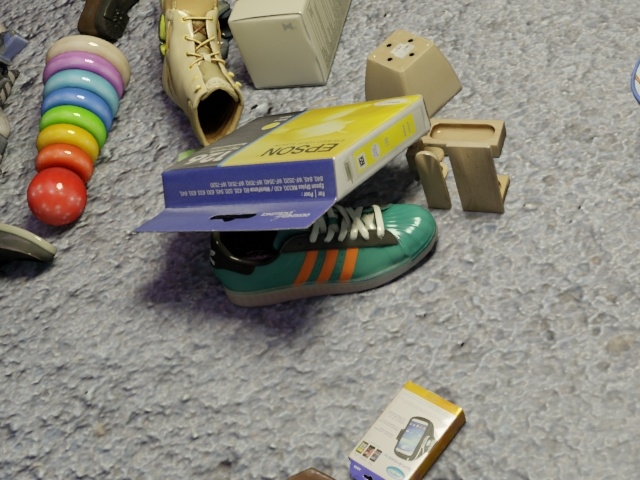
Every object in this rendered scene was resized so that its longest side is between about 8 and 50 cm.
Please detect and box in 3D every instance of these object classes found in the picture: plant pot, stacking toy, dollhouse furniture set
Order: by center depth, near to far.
[{"bbox_3d":[0.185,-0.138,1.498,0.144,0.123,0.151,4,52,24],"label":"dollhouse furniture set"},{"bbox_3d":[0.128,-0.247,1.637,0.109,0.096,0.109,-43,48,-19],"label":"plant pot"},{"bbox_3d":[-0.396,-0.164,1.753,0.141,0.141,0.330,-6,54,16],"label":"stacking toy"}]

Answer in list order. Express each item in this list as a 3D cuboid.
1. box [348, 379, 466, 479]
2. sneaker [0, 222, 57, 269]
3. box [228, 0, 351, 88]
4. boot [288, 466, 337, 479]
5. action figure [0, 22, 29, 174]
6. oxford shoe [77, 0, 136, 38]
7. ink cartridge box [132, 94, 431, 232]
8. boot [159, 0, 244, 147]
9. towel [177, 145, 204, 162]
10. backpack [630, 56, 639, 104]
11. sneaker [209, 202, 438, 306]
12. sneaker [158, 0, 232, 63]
[{"bbox_3d":[0.095,0.232,1.269,0.081,0.028,0.136,26,65,36],"label":"box"},{"bbox_3d":[-0.503,0.037,1.649,0.222,0.083,0.118,7,72,18],"label":"sneaker"},{"bbox_3d":[-0.043,-0.377,1.782,0.127,0.148,0.232,-1,49,20],"label":"box"},{"bbox_3d":[0.001,0.307,1.229,0.114,0.037,0.106,17,44,28],"label":"boot"},{"bbox_3d":[-0.554,-0.232,1.836,0.341,0.178,0.330,-34,46,25],"label":"action figure"},{"bbox_3d":[-0.385,-0.461,2.035,0.096,0.082,0.227,1,49,27],"label":"oxford shoe"},{"bbox_3d":[-0.056,-0.103,1.479,0.304,0.072,0.307,-1,23,38],"label":"ink cartridge box"},{"bbox_3d":[-0.178,-0.288,1.677,0.095,0.262,0.203,-5,36,-22],"label":"boot"},{"bbox_3d":[-0.157,-0.092,1.663,0.113,0.023,0.152,-15,44,5],"label":"towel"},{"bbox_3d":[0.523,-0.190,1.373,0.276,0.213,0.263,-42,38,-14],"label":"backpack"},{"bbox_3d":[0.000,0.000,1.446,0.302,0.121,0.108,-16,47,7],"label":"sneaker"},{"bbox_3d":[-0.207,-0.389,1.904,0.121,0.111,0.300,-1,49,-1],"label":"sneaker"}]
